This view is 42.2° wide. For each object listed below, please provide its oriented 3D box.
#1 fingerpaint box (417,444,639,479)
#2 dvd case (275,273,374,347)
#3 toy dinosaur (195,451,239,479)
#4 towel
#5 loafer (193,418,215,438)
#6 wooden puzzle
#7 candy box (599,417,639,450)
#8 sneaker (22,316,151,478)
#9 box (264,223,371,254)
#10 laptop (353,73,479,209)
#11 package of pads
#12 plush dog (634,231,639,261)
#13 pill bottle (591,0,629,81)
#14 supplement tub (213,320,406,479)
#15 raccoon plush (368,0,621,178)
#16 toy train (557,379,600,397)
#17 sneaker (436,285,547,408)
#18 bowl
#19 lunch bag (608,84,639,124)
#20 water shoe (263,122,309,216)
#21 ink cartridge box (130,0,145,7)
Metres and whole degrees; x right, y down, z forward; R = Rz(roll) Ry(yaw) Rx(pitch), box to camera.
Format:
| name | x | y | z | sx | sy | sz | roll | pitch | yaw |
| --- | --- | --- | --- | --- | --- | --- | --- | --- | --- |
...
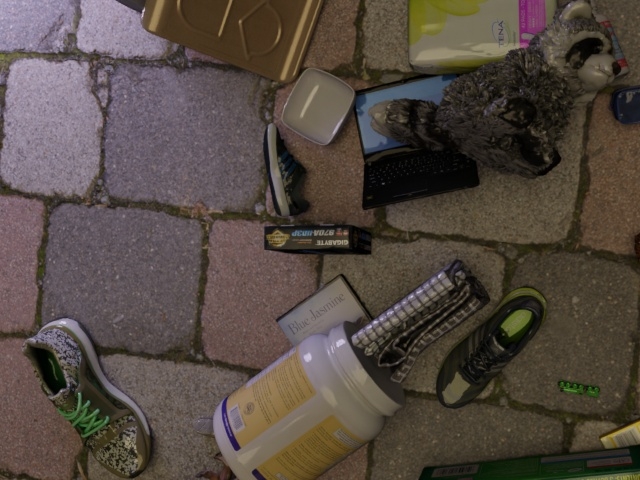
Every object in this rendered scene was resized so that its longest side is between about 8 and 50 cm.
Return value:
| name | x | y | z | sx | sy | sz | roll | pitch | yaw |
| --- | --- | --- | --- | --- | --- | --- | --- | --- | --- |
| fingerpaint box | 0.435 | 0.620 | 1.607 | 0.445 | 0.163 | 0.371 | -10 | 90 | 16 |
| dvd case | 0.045 | 0.223 | 1.775 | 0.180 | 0.022 | 0.253 | -36 | 83 | 12 |
| toy dinosaur | -0.231 | 0.593 | 1.804 | 0.295 | 0.127 | 0.200 | -31 | 92 | 0 |
| towel | 0.207 | 0.150 | 1.601 | 0.235 | 0.283 | 0.121 | -38 | 84 | 12 |
| loafer | -0.217 | 0.424 | 1.838 | 0.125 | 0.039 | 0.045 | 10 | 61 | 10 |
| wooden puzzle | -0.166 | -0.531 | 1.720 | 0.348 | 0.080 | 0.322 | 16 | 98 | -25 |
| candy box | 0.667 | 0.390 | 1.629 | 0.206 | 0.027 | 0.105 | -29 | 87 | 13 |
| sneaker | -0.537 | 0.363 | 1.833 | 0.158 | 0.182 | 0.410 | -39 | 83 | 11 |
| box | 0.000 | 0.000 | 1.678 | 0.175 | 0.220 | 0.051 | 0 | 86 | 13 |
| laptop | 0.183 | -0.208 | 1.672 | 0.234 | 0.264 | 0.136 | -12 | 125 | 14 |
| package of pads | 0.321 | -0.451 | 1.651 | 0.296 | 0.101 | 0.229 | 0 | 88 | 14 |
| plush dog | 0.718 | -0.001 | 1.541 | 0.262 | 0.210 | 0.225 | 21 | 119 | 12 |
| pill bottle | 0.530 | -0.381 | 1.612 | 0.087 | 0.087 | 0.160 | -22 | 87 | 13 |
| supplement tub | -0.021 | 0.337 | 1.658 | 0.331 | 0.241 | 0.241 | -37 | 83 | 11 |
| raccoon plush | 0.323 | -0.315 | 1.541 | 0.446 | 0.216 | 0.299 | 20 | 73 | 27 |
| toy train | 0.518 | 0.299 | 1.668 | 0.083 | 0.017 | 0.024 | 7 | 104 | 13 |
| sneaker | 0.334 | 0.216 | 1.655 | 0.111 | 0.121 | 0.300 | 39 | 99 | 10 |
| bowl | 0.003 | -0.279 | 1.747 | 0.142 | 0.053 | 0.142 | 32 | 100 | 24 |
| lunch bag | 0.610 | -0.264 | 1.608 | 0.098 | 0.065 | 0.067 | -5 | 106 | 12 |
| water shoe | -0.072 | -0.153 | 1.781 | 0.080 | 0.073 | 0.203 | -9 | 89 | -13 |
| ink cartridge box | -0.355 | -0.617 | 1.702 | 0.130 | 0.309 | 0.272 | 23 | 96 | 12 |
